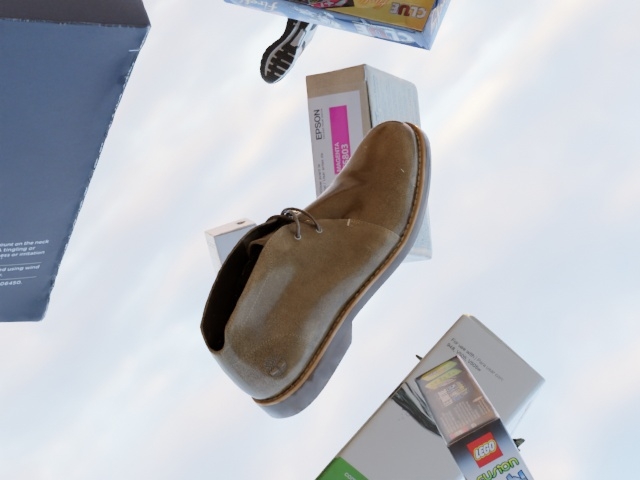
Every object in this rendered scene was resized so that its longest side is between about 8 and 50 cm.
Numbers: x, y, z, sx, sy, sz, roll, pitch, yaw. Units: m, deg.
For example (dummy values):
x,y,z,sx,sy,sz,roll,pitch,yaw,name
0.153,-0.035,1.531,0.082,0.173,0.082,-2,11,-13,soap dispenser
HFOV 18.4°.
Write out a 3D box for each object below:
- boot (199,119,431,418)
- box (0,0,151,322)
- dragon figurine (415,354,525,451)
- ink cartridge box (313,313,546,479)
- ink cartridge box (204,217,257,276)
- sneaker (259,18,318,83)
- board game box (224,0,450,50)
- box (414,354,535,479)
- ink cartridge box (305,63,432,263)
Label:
x,y,z,sx,sy,sz,roll,pitch,yaw,name
0.000,0.000,1.755,0.112,0.115,0.305,-4,-129,52,boot
-0.286,-0.165,1.473,0.312,0.179,0.343,-63,-144,41,box
0.100,0.179,1.919,0.085,0.144,0.289,-49,-169,-18,dragon figurine
0.069,0.176,1.530,0.208,0.087,0.153,-47,169,-23,ink cartridge box
-0.082,0.042,2.135,0.052,0.122,0.088,-15,-174,-10,ink cartridge box
-0.030,-0.226,2.277,0.109,0.040,0.044,-57,159,8,sneaker
0.029,-0.302,2.062,0.165,0.243,0.042,-67,157,-16,board game box
0.109,0.145,1.231,0.036,0.114,0.207,-29,-172,1,box
0.063,-0.090,2.483,0.088,0.234,0.193,-7,173,23,ink cartridge box
